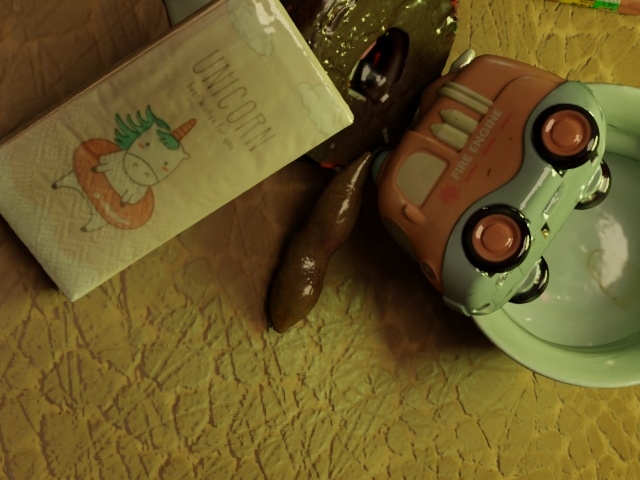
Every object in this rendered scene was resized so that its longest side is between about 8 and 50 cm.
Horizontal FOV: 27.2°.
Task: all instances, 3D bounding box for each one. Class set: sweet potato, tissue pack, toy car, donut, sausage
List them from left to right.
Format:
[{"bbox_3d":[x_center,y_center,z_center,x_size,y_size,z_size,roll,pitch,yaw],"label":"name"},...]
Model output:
[{"bbox_3d":[-0.147,-0.096,1.250,0.325,0.071,0.170,-32,109,4],"label":"tissue pack"},{"bbox_3d":[-0.002,-0.001,1.428,0.051,0.065,0.218,22,95,-41],"label":"sweet potato"},{"bbox_3d":[0.032,-0.201,1.387,0.270,0.103,0.269,-32,145,-26],"label":"donut"},{"bbox_3d":[0.170,-0.067,1.398,0.270,0.212,0.180,-57,159,-3],"label":"toy car"},{"bbox_3d":[0.343,-0.314,1.700,0.223,0.029,0.029,2,87,-34],"label":"sausage"}]

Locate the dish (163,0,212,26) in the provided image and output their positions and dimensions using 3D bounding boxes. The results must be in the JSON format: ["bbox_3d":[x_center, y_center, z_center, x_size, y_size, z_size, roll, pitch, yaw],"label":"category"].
[{"bbox_3d":[-0.062,-0.288,1.398,0.229,0.081,0.229,1,88,-33],"label":"dish"}]

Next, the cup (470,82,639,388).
[{"bbox_3d":[0.313,0.003,1.552,0.347,0.163,0.347,0,81,0],"label":"cup"}]
